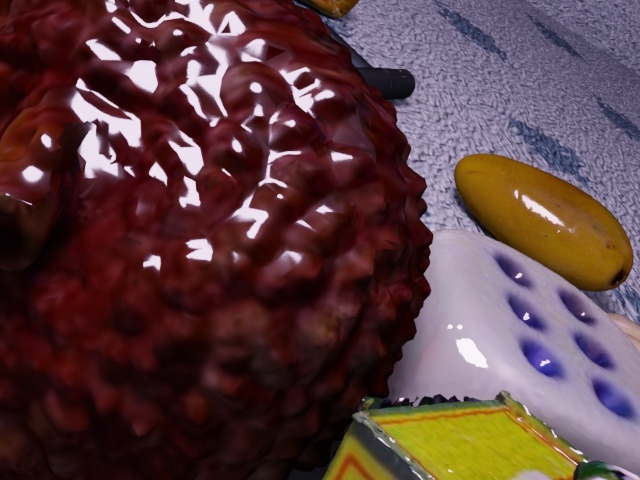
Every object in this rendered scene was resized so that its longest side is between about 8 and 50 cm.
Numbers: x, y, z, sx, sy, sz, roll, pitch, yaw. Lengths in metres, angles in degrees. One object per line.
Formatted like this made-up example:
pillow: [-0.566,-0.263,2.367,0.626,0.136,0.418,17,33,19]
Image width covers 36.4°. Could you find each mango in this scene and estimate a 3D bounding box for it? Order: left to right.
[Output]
mango: [0.277,-0.028,1.223,0.253,0.113,0.138,36,28,14]

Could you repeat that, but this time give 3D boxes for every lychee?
lychee: [-0.089,0.000,0.519,0.306,0.306,0.330,45,0,16]

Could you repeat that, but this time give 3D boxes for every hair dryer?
hair dryer: [0.024,-0.265,1.380,0.195,0.050,0.173,41,25,19]

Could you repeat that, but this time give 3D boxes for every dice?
dice: [0.099,0.121,0.650,0.194,0.191,0.193,29,26,-13]

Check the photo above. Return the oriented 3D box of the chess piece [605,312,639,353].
chess piece: [0.236,0.176,0.843,0.307,0.124,0.138,-35,104,-60]

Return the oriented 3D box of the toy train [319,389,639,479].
toy train: [0.054,0.190,0.418,0.134,0.260,0.177,7,26,-48]

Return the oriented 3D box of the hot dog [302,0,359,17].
hot dog: [-0.038,-0.425,1.518,0.243,0.084,0.073,26,27,-25]
